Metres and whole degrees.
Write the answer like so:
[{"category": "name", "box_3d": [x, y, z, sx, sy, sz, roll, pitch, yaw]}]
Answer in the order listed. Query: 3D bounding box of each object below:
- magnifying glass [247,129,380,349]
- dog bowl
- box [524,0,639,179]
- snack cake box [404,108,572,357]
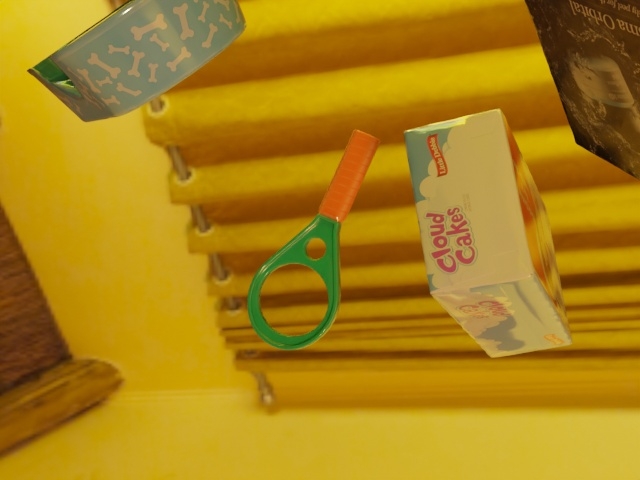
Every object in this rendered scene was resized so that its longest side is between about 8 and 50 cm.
[{"category": "magnifying glass", "box_3d": [0.000, 0.000, 0.993, 0.230, 0.092, 0.026, -66, -14, 3]}, {"category": "dog bowl", "box_3d": [-0.163, -0.175, 0.891, 0.166, 0.297, 0.074, -40, -71, -16]}, {"category": "box", "box_3d": [0.191, -0.104, 0.510, 0.158, 0.093, 0.156, 58, 173, -36]}, {"category": "snack cake box", "box_3d": [0.162, 0.006, 0.925, 0.264, 0.089, 0.152, 42, -140, -63]}]
